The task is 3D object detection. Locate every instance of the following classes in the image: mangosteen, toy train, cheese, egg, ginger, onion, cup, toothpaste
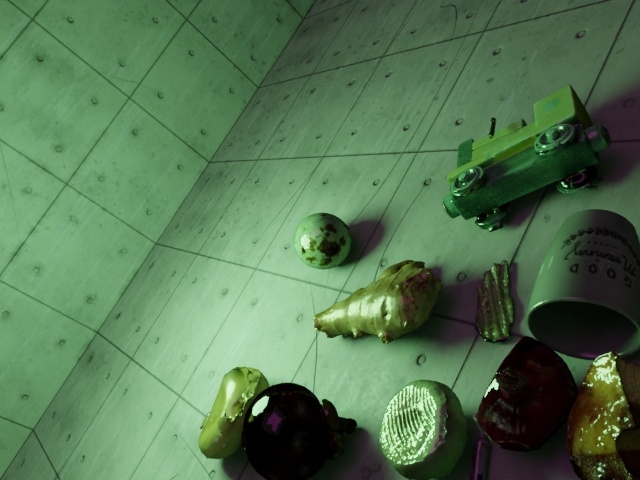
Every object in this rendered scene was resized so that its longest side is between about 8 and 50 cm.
[{"bbox_3d":[-0.047,0.436,1.338,0.265,0.228,0.228,-10,41,2],"label":"mangosteen"},{"bbox_3d":[0.469,-0.188,1.373,0.397,0.160,0.253,-27,31,34],"label":"toy train"},{"bbox_3d":[-0.222,0.445,1.529,0.316,0.128,0.259,126,166,-64],"label":"cheese"},{"bbox_3d":[0.000,0.000,1.745,0.169,0.169,0.231,-55,21,-7],"label":"egg"},{"bbox_3d":[0.134,0.138,1.445,0.375,0.166,0.236,0,66,44],"label":"ginger"},{"bbox_3d":[0.352,0.263,0.999,0.195,0.218,0.140,-47,59,-6],"label":"onion"},{"bbox_3d":[0.523,0.078,1.042,0.258,0.186,0.234,13,55,23],"label":"cup"},{"bbox_3d":[0.288,0.437,1.073,0.045,0.028,0.170,-20,46,49],"label":"toothpaste"}]

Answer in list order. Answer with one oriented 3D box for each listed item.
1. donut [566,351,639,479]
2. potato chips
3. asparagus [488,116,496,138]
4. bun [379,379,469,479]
[{"bbox_3d":[0.463,0.333,0.871,0.151,0.112,0.295,118,156,-59],"label":"donut"},{"bbox_3d":[0.375,0.133,1.272,0.092,0.028,0.207,-23,43,34],"label":"potato chips"},{"bbox_3d":[0.420,-0.278,1.426,0.015,0.014,0.114,-11,30,27],"label":"asparagus"},{"bbox_3d":[0.211,0.376,1.145,0.195,0.118,0.195,-38,29,26],"label":"bun"}]
